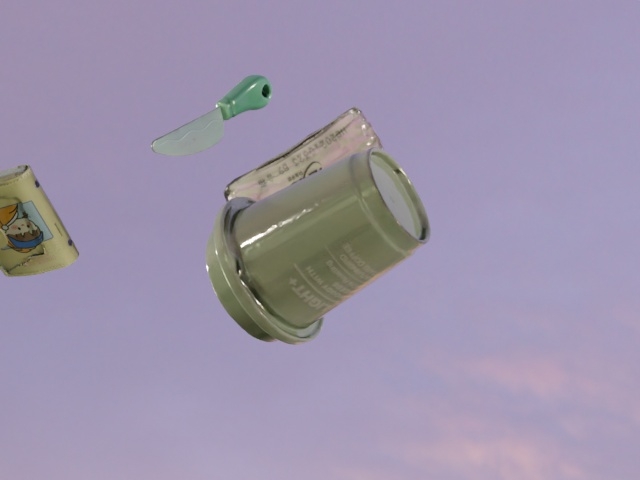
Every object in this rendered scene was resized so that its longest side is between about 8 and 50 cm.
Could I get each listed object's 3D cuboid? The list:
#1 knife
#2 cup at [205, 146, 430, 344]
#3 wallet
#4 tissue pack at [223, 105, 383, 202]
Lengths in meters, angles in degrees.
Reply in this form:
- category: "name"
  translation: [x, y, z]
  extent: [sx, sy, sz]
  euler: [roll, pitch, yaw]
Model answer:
- category: "knife"
  translation: [-0.163, -0.181, 1.487]
  extent: [0.034, 0.260, 0.063]
  euler: [14, -50, 36]
- category: "cup"
  translation: [0.000, 0.000, 0.696]
  extent: [0.141, 0.120, 0.120]
  euler: [-31, -51, 27]
- category: "wallet"
  translation: [-0.399, -0.020, 1.274]
  extent: [0.110, 0.039, 0.155]
  euler: [-14, -52, 8]
- category: "tissue pack"
  translation: [-0.013, -0.064, 1.635]
  extent: [0.259, 0.122, 0.361]
  euler: [-35, -14, -5]
